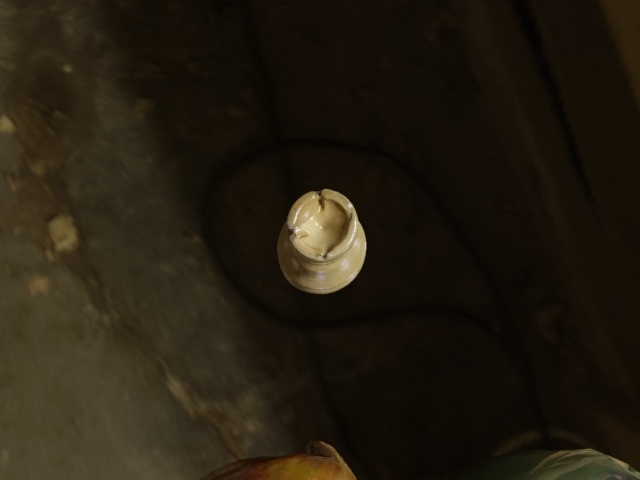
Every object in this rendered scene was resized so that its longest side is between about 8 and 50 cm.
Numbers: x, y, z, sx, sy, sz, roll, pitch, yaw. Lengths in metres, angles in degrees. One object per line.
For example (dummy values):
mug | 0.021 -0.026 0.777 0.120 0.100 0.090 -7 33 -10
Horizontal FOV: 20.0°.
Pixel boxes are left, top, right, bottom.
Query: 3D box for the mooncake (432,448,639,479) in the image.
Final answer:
mooncake | 0.125 0.240 0.598 0.351 0.351 0.187 46 51 -14

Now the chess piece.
chess piece | 0.000 0.000 1.261 0.066 0.122 0.066 0 82 1

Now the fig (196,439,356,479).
fig | -0.059 0.297 1.555 0.224 0.224 0.263 9 134 -13
